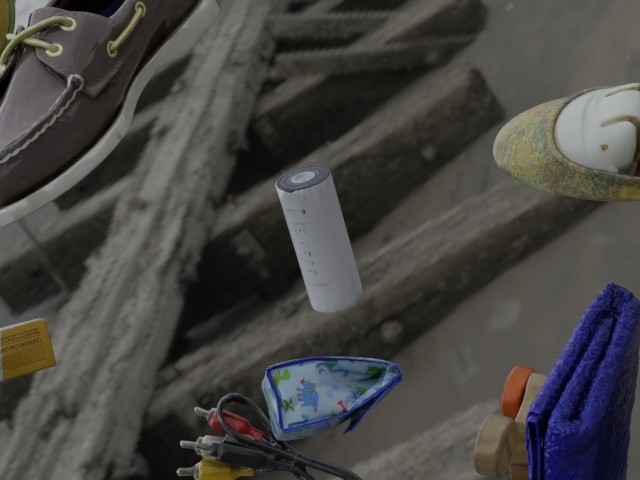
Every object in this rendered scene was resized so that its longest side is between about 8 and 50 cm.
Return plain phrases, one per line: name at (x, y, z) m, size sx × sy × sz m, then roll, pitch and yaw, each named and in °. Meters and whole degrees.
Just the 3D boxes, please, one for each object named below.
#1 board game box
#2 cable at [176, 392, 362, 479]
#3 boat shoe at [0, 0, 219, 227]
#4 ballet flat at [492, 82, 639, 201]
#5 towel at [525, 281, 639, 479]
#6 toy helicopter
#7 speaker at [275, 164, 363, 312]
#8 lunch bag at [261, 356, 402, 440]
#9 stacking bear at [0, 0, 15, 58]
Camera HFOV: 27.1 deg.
board game box at (-0.494, 0.169, 1.769) m, size 0.242 × 0.064 × 0.316 m, roll -16°, pitch 0°, yaw -18°
cable at (-0.061, 0.312, 1.939) m, size 0.072 × 0.287 × 0.139 m, roll 116°, pitch 169°, yaw -84°
boat shoe at (-0.182, -0.133, 0.977) m, size 0.117 × 0.096 × 0.324 m, roll -3°, pitch 37°, yaw 32°
ballet flat at (0.331, -0.094, 1.249) m, size 0.349 × 0.123 × 0.123 m, roll 11°, pitch 43°, yaw 19°
towel at (0.268, 0.223, 1.378) m, size 0.076 × 0.308 × 0.227 m, roll 12°, pitch 41°, yaw 20°
toy helicopter at (0.278, 0.300, 1.857) m, size 0.140 × 0.355 × 0.235 m, roll 14°, pitch 89°, yaw 26°
speaker at (0.000, 0.000, 1.270) m, size 0.055 × 0.136 × 0.055 m, roll -14°, pitch 25°, yaw 6°
lunch bag at (0.014, 0.177, 1.534) m, size 0.151 × 0.096 × 0.129 m, roll -14°, pitch -10°, yaw -9°
stacking bear at (-0.358, -0.213, 1.213) m, size 0.175 × 0.164 × 0.289 m, roll -15°, pitch 16°, yaw -10°
